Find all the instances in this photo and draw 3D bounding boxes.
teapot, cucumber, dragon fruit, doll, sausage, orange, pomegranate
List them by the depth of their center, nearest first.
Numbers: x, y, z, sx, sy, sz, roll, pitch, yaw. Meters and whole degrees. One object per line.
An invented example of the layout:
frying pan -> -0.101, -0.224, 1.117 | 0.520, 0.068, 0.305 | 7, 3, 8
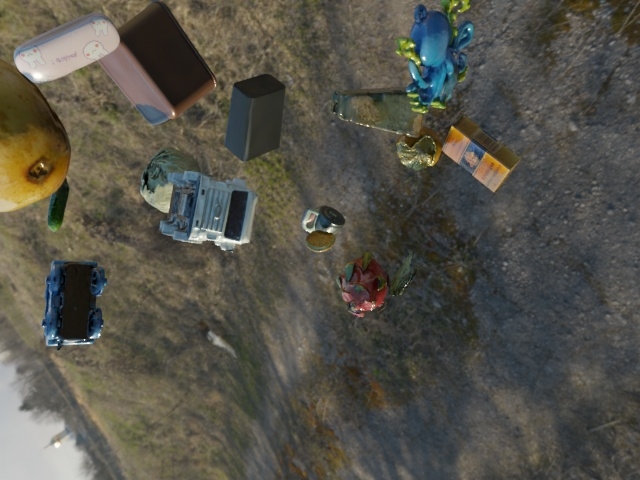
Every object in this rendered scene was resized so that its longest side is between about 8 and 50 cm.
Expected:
pomegranate -> -0.595, -0.181, 0.810 | 0.307, 0.307, 0.307 | 33, 141, 32
cucumber -> -0.606, -0.094, 1.074 | 0.037, 0.037, 0.155 | 135, 136, -57
doll -> 0.315, -0.513, 1.280 | 0.098, 0.346, 0.341 | 24, 166, 33
orange -> 0.336, -0.315, 1.577 | 0.157, 0.156, 0.134 | 59, 172, -5
teapot -> 0.010, -0.059, 1.723 | 0.111, 0.149, 0.108 | 51, 126, 30
dragon fruit -> 0.174, 0.180, 1.868 | 0.224, 0.224, 0.227 | 103, 164, -49
sausage -> -0.024, -0.116, 2.065 | 0.040, 0.047, 0.176 | 35, 145, -23

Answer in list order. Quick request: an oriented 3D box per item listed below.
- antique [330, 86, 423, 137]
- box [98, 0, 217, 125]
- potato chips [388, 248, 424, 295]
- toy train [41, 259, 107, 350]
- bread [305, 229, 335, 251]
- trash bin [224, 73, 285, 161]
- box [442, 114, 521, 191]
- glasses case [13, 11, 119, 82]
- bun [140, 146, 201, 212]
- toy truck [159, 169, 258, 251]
antique -> 0.174, -0.407, 1.438 | 0.125, 0.284, 0.150 | -127, 40, -63
box -> -0.582, -0.610, 1.645 | 0.239, 0.229, 0.339 | -1, 134, 47
potato chips -> 0.317, 0.123, 1.719 | 0.029, 0.202, 0.220 | 33, -179, -5
toy train -> -0.847, 0.219, 1.587 | 0.265, 0.187, 0.301 | -14, 74, 55
bread -> 0.000, 0.000, 1.648 | 0.110, 0.110, 0.024 | 28, 145, 37
trash bin -> -0.204, -0.389, 1.462 | 0.115, 0.165, 0.226 | 41, 141, 22
box -> 0.526, -0.287, 1.545 | 0.237, 0.070, 0.152 | 45, 165, 17
glasses case -> -0.735, -0.562, 1.355 | 0.075, 0.296, 0.113 | 52, 168, 31
bun -> -0.581, -0.232, 1.749 | 0.259, 0.259, 0.152 | 31, -176, 34
toy truck -> -0.289, -0.081, 1.215 | 0.387, 0.206, 0.174 | 15, 95, 63
